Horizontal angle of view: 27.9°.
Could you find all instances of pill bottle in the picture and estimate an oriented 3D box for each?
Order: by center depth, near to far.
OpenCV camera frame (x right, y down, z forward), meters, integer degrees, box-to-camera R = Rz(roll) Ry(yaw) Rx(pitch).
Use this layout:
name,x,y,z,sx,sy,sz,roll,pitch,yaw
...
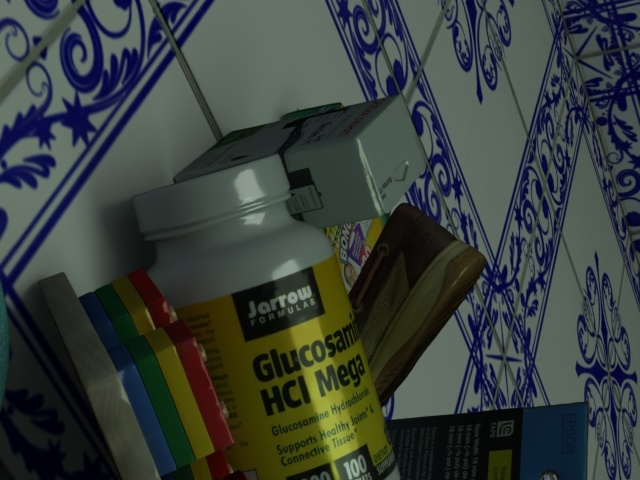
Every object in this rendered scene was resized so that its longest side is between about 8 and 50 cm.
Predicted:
name,x,y,z,sx,sy,sz,roll,pitch,yaw
pill bottle,-0.057,0.099,1.180,0.188,0.187,0.334,-27,102,-63

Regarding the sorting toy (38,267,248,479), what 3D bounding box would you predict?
name,x,y,z,sx,sy,sz,roll,pitch,yaw
sorting toy,-0.117,0.160,0.997,0.257,0.089,0.256,36,-34,66

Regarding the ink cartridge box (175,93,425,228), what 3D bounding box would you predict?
name,x,y,z,sx,sy,sz,roll,pitch,yaw
ink cartridge box,-0.017,-0.070,1.306,0.153,0.208,0.087,-49,124,-59

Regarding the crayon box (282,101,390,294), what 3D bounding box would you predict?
name,x,y,z,sx,sy,sz,roll,pitch,yaw
crayon box,0.000,0.000,1.468,0.165,0.081,0.278,57,35,-42

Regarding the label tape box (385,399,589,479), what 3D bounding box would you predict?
name,x,y,z,sx,sy,sz,roll,pitch,yaw
label tape box,0.129,0.308,1.343,0.106,0.333,0.241,52,38,-45

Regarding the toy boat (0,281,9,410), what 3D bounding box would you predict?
name,x,y,z,sx,sy,sz,roll,pitch,yaw
toy boat,-0.241,0.135,0.843,0.318,0.148,0.267,61,32,-36

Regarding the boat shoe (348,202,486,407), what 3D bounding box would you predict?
name,x,y,z,sx,sy,sz,roll,pitch,yaw
boat shoe,0.028,0.106,1.312,0.123,0.342,0.123,41,32,13
